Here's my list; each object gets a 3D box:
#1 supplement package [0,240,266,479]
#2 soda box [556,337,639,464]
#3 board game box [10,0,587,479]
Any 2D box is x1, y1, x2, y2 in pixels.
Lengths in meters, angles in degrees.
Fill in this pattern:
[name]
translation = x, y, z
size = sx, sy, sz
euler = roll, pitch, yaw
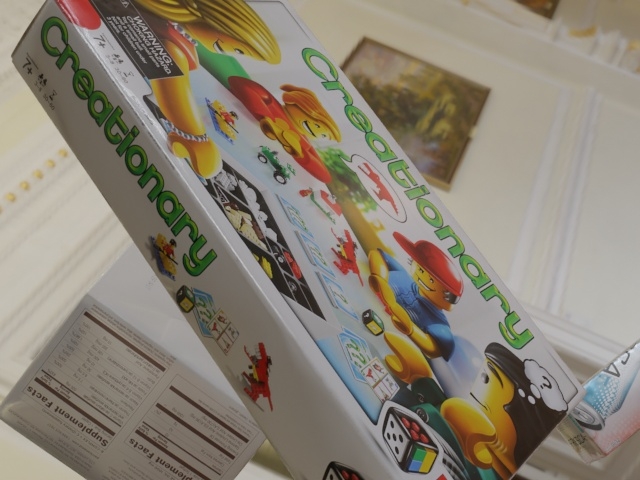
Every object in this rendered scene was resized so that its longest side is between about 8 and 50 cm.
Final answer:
[supplement package]
translation = -0.158, 0.128, 0.909
size = 0.145, 0.204, 0.262
euler = -51, 8, 10
[soda box]
translation = 0.305, 0.130, 0.866
size = 0.183, 0.063, 0.058
euler = -34, -17, -16
[board game box]
translation = 0.000, 0.000, 0.484
size = 0.053, 0.305, 0.193
euler = -43, -12, 33
